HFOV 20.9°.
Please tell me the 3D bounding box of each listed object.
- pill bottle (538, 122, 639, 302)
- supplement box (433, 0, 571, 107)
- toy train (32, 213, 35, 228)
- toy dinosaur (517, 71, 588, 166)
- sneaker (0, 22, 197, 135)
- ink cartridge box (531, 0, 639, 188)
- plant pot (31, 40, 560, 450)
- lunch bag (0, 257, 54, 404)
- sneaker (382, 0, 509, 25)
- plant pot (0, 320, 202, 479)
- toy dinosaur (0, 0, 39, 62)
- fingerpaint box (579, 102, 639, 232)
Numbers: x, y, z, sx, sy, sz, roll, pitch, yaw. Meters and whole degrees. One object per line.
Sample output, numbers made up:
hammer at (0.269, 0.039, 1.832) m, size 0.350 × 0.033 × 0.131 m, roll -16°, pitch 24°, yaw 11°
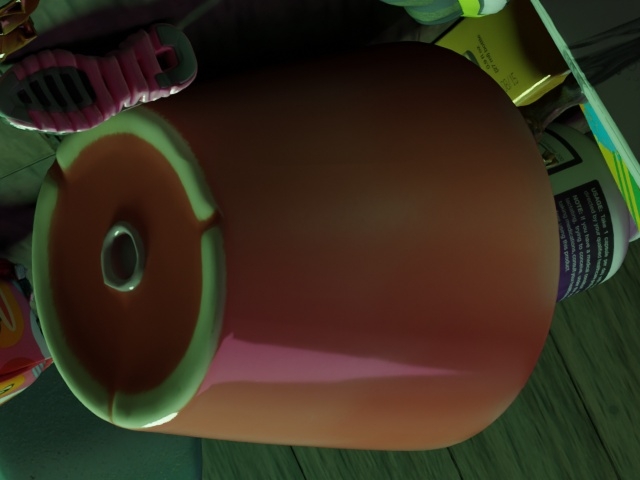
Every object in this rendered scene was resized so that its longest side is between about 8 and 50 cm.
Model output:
pill bottle at (0.188, -0.010, 1.782) m, size 0.323 × 0.181 × 0.181 m, roll -21°, pitch 171°, yaw -22°
supplement box at (0.143, -0.134, 1.236) m, size 0.080 × 0.078 × 0.233 m, roll -21°, pitch 172°, yaw -35°
toy train at (-0.123, 0.005, 1.232) m, size 0.080 × 0.105 × 0.184 m, roll -31°, pitch 170°, yaw 35°
toy dinosaur at (0.098, -0.064, 1.183) m, size 0.211 × 0.112 × 0.064 m, roll -11°, pitch 146°, yaw 25°
sneaker at (-0.126, -0.081, 0.928) m, size 0.119 × 0.047 × 0.057 m, roll -18°, pitch -179°, yaw -35°
ink cartridge box at (0.209, -0.095, 0.961) m, size 0.117 × 0.283 × 0.207 m, roll -30°, pitch 171°, yaw 12°
plant pot at (-0.029, 0.009, 1.087) m, size 0.243 × 0.275 × 0.275 m, roll -3°, pitch 159°, yaw -41°
lunch bag at (-0.338, 0.117, 1.265) m, size 0.293 × 0.120 × 0.258 m, roll -30°, pitch 171°, yaw 30°
sneaker at (-0.003, -0.147, 0.710) m, size 0.121 × 0.111 × 0.300 m, roll -17°, pitch 169°, yaw 16°
plant pot at (-0.257, 0.223, 1.714) m, size 0.248 × 0.252 × 0.247 m, roll -19°, pitch 171°, yaw -33°
toy dinosaur at (-0.204, -0.056, 0.643) m, size 0.322 × 0.164 × 0.218 m, roll -52°, pitch 172°, yaw 33°
fingerpaint box at (0.462, -0.101, 1.344) m, size 0.445 × 0.371 × 0.163 m, roll -22°, pitch 173°, yaw -13°
